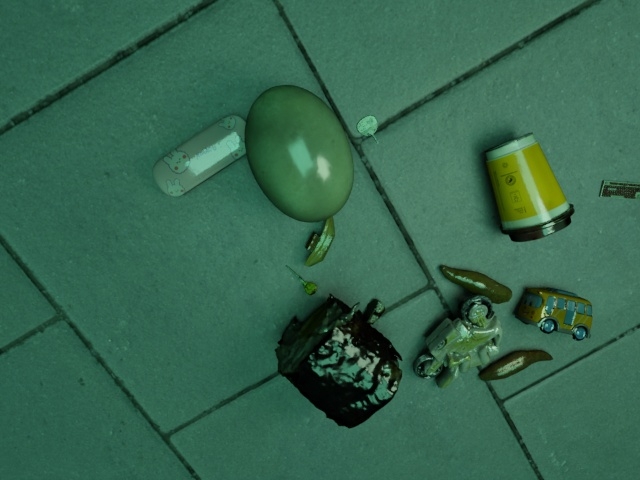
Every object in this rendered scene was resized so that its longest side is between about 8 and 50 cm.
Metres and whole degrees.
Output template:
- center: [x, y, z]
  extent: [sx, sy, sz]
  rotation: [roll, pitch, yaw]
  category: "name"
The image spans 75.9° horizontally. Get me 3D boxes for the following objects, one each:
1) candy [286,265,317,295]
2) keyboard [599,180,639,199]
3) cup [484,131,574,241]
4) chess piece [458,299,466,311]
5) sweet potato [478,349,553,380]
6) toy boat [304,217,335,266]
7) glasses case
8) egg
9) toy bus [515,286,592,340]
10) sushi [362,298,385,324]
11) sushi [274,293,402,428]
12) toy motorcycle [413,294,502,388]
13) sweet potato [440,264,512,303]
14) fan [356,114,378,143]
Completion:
- center: [-0.059, 0.116, 1.238]
  extent: [0.123, 0.035, 0.035]
  rotation: [45, 52, -3]
  category: "candy"
- center: [0.940, -0.154, 1.256]
  extent: [0.165, 0.017, 0.055]
  rotation: [4, 102, -5]
  category: "keyboard"
- center: [0.574, -0.147, 1.153]
  extent: [0.196, 0.196, 0.280]
  rotation: [-22, 95, 1]
  category: "cup"
- center: [0.483, 0.222, 1.296]
  extent: [0.093, 0.042, 0.042]
  rotation: [25, 100, -14]
  category: "chess piece"
- center: [0.642, 0.401, 1.340]
  extent: [0.255, 0.058, 0.078]
  rotation: [-18, 120, -3]
  category: "sweet potato"
- center: [0.000, 0.000, 1.198]
  extent: [0.066, 0.065, 0.172]
  rotation: [28, 97, 10]
  category: "toy boat"
- center: [-0.316, -0.228, 1.114]
  extent: [0.296, 0.075, 0.113]
  rotation: [-33, 101, 2]
  category: "glasses case"
- center: [-0.051, -0.216, 1.047]
  extent: [0.258, 0.258, 0.353]
  rotation: [-18, 101, 0]
  category: "egg"
- center: [0.726, 0.219, 1.272]
  extent: [0.209, 0.126, 0.136]
  rotation: [13, 93, -7]
  category: "toy bus"
- center: [0.168, 0.223, 1.277]
  extent: [0.046, 0.044, 0.083]
  rotation: [26, 102, -31]
  category: "sushi"
- center: [0.056, 0.336, 1.158]
  extent: [0.281, 0.299, 0.294]
  rotation: [-45, 100, -10]
  category: "sushi"
- center: [0.447, 0.326, 1.276]
  extent: [0.222, 0.108, 0.341]
  rotation: [29, 110, -19]
  category: "toy motorcycle"
- center: [0.479, 0.138, 1.259]
  extent: [0.243, 0.077, 0.077]
  rotation: [21, 100, -10]
  category: "sweet potato"
- center: [0.144, -0.321, 1.165]
  extent: [0.080, 0.003, 0.060]
  rotation: [28, 100, -9]
  category: "fan"
